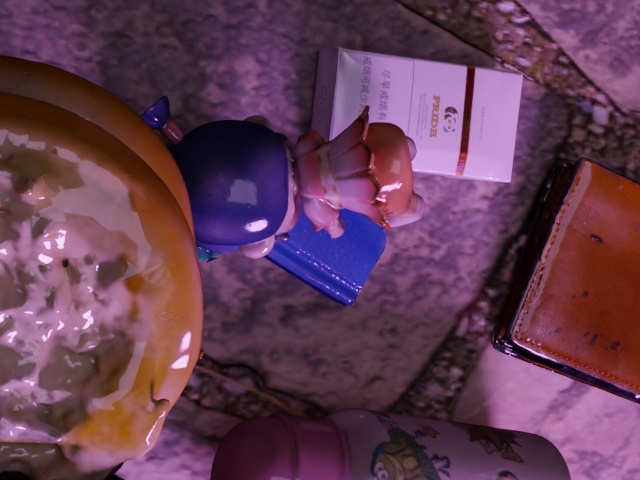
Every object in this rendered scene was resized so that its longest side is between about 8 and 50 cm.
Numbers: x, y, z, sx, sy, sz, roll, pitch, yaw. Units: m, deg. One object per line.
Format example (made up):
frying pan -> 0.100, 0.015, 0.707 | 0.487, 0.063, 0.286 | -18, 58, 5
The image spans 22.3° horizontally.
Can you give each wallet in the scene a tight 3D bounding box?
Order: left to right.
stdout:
wallet -> 0.238, 0.038, 1.273 | 0.196, 0.042, 0.161 | 21, 89, -26

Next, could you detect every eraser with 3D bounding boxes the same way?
eraser -> 0.000, 0.000, 1.166 | 0.085, 0.027, 0.063 | 34, 78, -22

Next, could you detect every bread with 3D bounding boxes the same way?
bread -> -0.217, -0.011, 0.935 | 0.316, 0.270, 0.211 | 8, 117, -6

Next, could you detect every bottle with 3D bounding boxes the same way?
bottle -> 0.046, 0.181, 1.149 | 0.253, 0.120, 0.120 | 9, 89, -25

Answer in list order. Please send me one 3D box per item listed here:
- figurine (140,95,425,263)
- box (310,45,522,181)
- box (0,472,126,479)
figurine -> -0.031, -0.046, 1.092 | 0.195, 0.102, 0.111 | -11, 75, 3
box -> 0.071, -0.091, 1.186 | 0.154, 0.040, 0.084 | 5, 90, -25
box -> -0.221, 0.308, 0.965 | 0.205, 0.251, 0.345 | -4, 94, -24
